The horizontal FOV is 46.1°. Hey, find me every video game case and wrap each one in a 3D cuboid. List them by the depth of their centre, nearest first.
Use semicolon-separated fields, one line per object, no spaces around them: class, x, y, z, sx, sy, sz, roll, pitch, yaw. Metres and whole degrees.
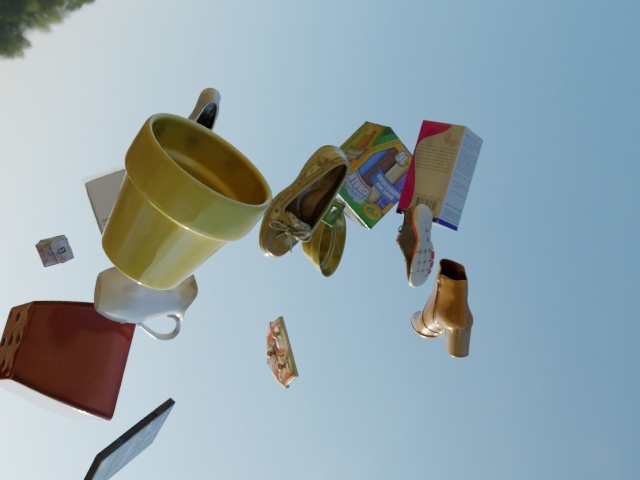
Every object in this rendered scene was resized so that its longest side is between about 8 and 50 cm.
video game case;-0.491;0.528;1.904;0.274;0.026;0.196;-36;162;-56

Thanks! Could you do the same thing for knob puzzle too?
knob puzzle;-0.124;0.318;2.080;0.213;0.030;0.213;172;-90;-66

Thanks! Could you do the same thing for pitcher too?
pitcher;-0.396;0.144;1.673;0.125;0.207;0.178;53;-51;55

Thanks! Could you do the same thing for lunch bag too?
lunch bag;-0.708;0.027;2.012;0.083;0.071;0.053;-13;-159;4

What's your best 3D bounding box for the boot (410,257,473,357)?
boot;0.302;0.145;1.862;0.295;0.104;0.211;-141;-132;-72

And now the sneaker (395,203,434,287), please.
sneaker;0.176;0.011;1.435;0.064;0.061;0.158;0;-97;46

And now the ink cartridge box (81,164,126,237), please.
ink cartridge box;-0.445;-0.087;1.751;0.171;0.168;0.232;-21;-166;-16

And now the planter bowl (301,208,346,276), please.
planter bowl;0.000;0.000;2.346;0.090;0.217;0.217;11;-112;23

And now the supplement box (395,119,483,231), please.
supplement box;0.267;-0.145;1.683;0.111;0.114;0.220;17;-90;35

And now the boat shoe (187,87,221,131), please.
boat shoe;-0.279;-0.273;1.785;0.184;0.066;0.063;-53;-149;34

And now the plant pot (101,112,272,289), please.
plant pot;-0.250;-0.052;1.312;0.239;0.254;0.254;-52;-150;20

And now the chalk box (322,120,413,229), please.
chalk box;0.106;-0.161;2.061;0.289;0.179;0.180;-44;-156;-5

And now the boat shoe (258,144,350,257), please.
boat shoe;-0.038;-0.074;1.614;0.285;0.104;0.089;-57;-155;15

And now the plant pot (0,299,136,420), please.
plant pot;-0.621;0.269;1.784;0.267;0.235;0.268;-14;-120;50
